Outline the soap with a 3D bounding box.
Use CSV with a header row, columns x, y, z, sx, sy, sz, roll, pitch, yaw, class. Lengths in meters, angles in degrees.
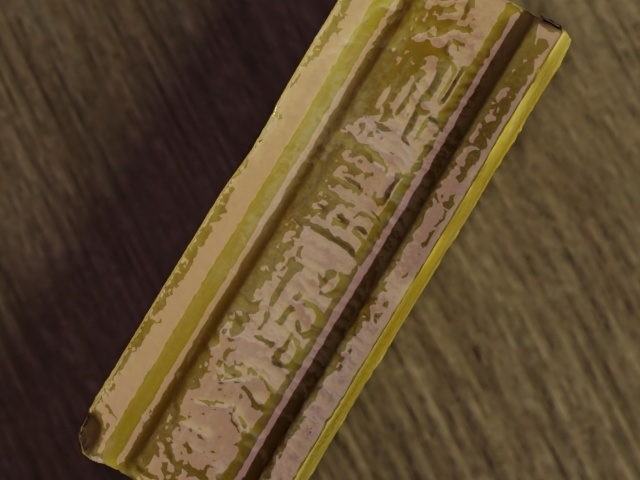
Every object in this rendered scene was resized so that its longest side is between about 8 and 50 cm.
x,y,z,sx,sy,sz,roll,pitch,yaw,class
0.000,0.000,0.822,0.092,0.037,0.252,31,89,11,soap
